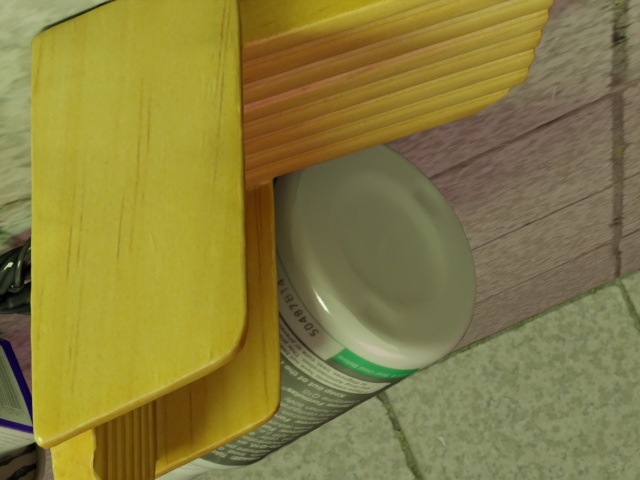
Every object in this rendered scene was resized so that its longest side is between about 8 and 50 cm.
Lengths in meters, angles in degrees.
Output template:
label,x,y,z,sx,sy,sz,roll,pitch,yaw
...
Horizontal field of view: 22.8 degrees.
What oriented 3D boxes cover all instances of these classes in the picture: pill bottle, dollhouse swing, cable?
label,x,y,z,sx,sy,sz,roll,pitch,yaw
pill bottle,-0.055,0.076,1.370,0.204,0.204,0.361,-11,162,-46
dollhouse swing,0.000,0.000,1.002,0.304,0.315,0.347,-3,167,0
cable,-0.207,0.017,1.236,0.150,0.047,0.184,-21,171,9

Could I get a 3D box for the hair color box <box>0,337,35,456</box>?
label,x,y,z,sx,sy,sz,roll,pitch,yaw
hair color box,-0.429,0.184,1.367,0.338,0.110,0.185,-25,168,0

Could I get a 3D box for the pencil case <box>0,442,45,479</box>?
label,x,y,z,sx,sy,sz,roll,pitch,yaw
pencil case,-0.405,0.276,1.678,0.183,0.160,0.410,-17,166,-23
